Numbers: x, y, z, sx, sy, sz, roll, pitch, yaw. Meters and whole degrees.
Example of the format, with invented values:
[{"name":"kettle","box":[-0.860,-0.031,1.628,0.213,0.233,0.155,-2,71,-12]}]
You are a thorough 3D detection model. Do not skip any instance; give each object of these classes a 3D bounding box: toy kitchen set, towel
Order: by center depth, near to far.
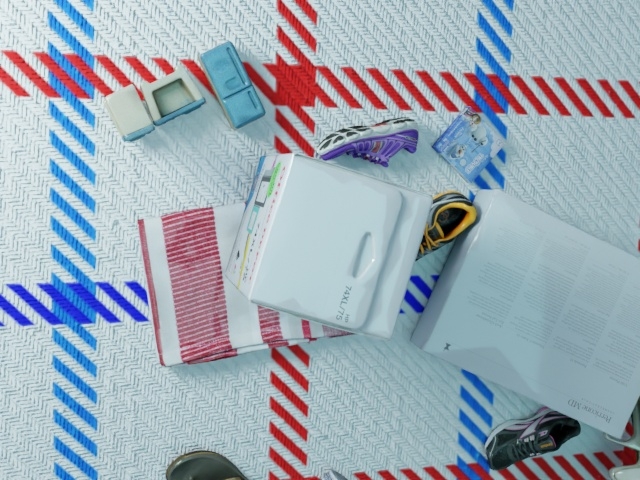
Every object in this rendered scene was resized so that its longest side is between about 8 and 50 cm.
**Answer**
[{"name":"toy kitchen set","box":[-0.183,-0.187,1.173,0.207,0.166,0.122,-29,103,-10]},{"name":"towel","box":[-0.103,0.057,1.295,0.328,0.037,0.237,-9,98,-14]}]

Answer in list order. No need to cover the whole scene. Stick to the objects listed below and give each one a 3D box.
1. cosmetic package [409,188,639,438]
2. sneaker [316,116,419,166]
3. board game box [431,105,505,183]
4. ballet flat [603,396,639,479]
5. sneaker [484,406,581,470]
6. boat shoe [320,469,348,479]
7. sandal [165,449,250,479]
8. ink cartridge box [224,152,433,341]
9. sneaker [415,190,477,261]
[{"name":"cosmetic package","box":[0.378,0.121,1.382,0.377,0.097,0.285,25,88,-9]},{"name":"sneaker","box":[0.079,-0.145,1.304,0.169,0.068,0.071,-12,106,-14]},{"name":"board game box","box":[0.243,-0.157,1.370,0.090,0.020,0.090,42,85,-17]},{"name":"ballet flat","box":[0.558,0.356,1.448,0.124,0.116,0.343,-4,79,3]},{"name":"sneaker","box":[0.367,0.341,1.438,0.178,0.077,0.072,-30,102,-9]},{"name":"boat shoe","box":[0.085,0.493,1.372,0.267,0.096,0.088,43,89,-15]},{"name":"sandal","box":[-0.145,0.411,1.315,0.090,0.060,0.219,-46,106,-6]},{"name":"ink cartridge box","box":[0.000,0.000,1.158,0.197,0.270,0.198,17,90,-14]},{"name":"sneaker","box":[0.157,-0.009,1.333,0.215,0.083,0.084,-37,106,-7]}]
